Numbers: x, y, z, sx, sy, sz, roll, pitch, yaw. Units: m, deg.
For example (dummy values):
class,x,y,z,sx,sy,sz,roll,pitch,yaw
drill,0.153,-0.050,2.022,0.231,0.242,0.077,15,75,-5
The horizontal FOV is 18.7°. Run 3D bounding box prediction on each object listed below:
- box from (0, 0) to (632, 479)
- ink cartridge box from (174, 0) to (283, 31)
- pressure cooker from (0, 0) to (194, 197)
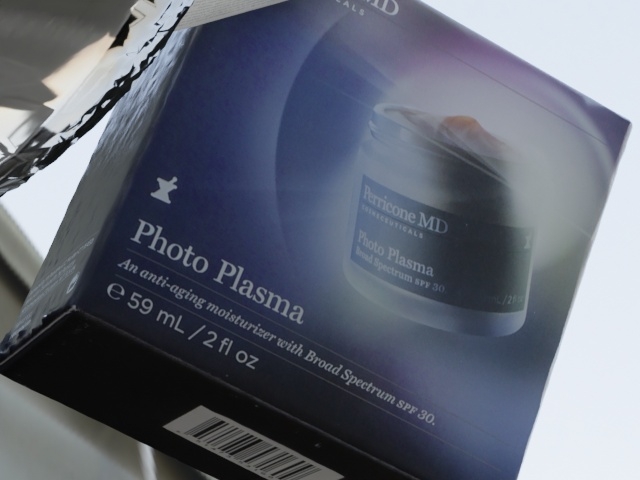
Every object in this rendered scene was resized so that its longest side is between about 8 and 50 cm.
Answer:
class,x,y,z,sx,sy,sz,roll,pitch,yaw
box,0.000,0.000,1.229,0.296,0.183,0.294,28,-115,-15
ink cartridge box,-0.012,-0.271,0.959,0.309,0.130,0.272,-22,-97,-45
pressure cooker,-0.255,-0.182,0.488,0.375,0.370,0.420,-39,-28,28
